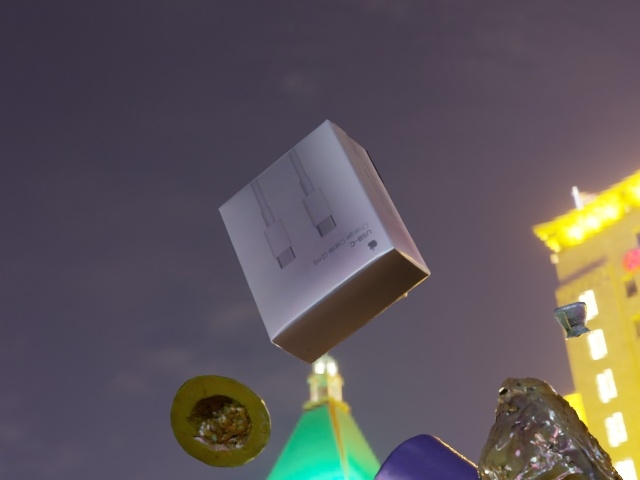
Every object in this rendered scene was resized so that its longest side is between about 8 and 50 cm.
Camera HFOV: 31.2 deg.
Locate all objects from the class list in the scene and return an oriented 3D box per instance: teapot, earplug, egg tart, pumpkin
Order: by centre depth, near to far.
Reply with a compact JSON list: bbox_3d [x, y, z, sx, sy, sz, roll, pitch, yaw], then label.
[{"bbox_3d":[0.319,0.361,1.594,0.150,0.352,0.352,-27,-39,-12],"label":"egg tart"},{"bbox_3d":[0.312,0.549,2.135,0.215,0.456,0.215,-17,-62,-36],"label":"earplug"},{"bbox_3d":[0.470,0.151,2.139,0.064,0.064,0.083,-22,-11,33],"label":"teapot"},{"bbox_3d":[-0.196,0.364,2.402,0.217,0.110,0.218,4,-75,14],"label":"pumpkin"}]

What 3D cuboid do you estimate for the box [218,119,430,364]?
[{"bbox_3d":[0.000,0.000,1.500,0.203,0.252,0.106,-37,-40,15],"label":"box"}]

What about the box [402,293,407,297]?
[{"bbox_3d":[0.075,0.059,1.904,0.125,0.089,0.043,-13,-24,2],"label":"box"}]
